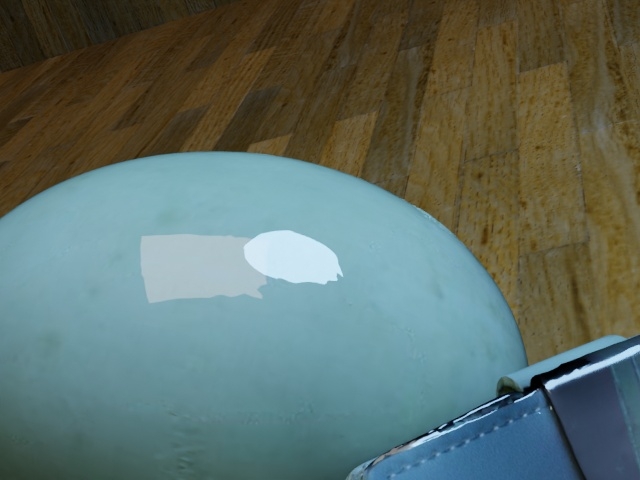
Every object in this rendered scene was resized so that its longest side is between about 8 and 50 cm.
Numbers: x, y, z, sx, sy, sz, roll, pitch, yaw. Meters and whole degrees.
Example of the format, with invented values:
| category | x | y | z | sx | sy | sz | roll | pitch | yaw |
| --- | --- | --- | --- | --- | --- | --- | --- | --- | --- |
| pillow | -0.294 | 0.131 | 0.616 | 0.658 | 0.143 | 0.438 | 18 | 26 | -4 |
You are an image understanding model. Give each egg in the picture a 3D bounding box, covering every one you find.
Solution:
| category | x | y | z | sx | sy | sz | roll | pitch | yaw |
| --- | --- | --- | --- | --- | --- | --- | --- | --- | --- |
| egg | -0.067 | 0.083 | 0.683 | 0.389 | 0.276 | 0.276 | 5 | 32 | 22 |

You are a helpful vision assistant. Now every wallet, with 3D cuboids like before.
| category | x | y | z | sx | sy | sz | roll | pitch | yaw |
| --- | --- | --- | --- | --- | --- | --- | --- | --- | --- |
| wallet | 0.150 | 0.132 | 0.519 | 0.250 | 0.176 | 0.075 | -21 | -11 | -12 |
